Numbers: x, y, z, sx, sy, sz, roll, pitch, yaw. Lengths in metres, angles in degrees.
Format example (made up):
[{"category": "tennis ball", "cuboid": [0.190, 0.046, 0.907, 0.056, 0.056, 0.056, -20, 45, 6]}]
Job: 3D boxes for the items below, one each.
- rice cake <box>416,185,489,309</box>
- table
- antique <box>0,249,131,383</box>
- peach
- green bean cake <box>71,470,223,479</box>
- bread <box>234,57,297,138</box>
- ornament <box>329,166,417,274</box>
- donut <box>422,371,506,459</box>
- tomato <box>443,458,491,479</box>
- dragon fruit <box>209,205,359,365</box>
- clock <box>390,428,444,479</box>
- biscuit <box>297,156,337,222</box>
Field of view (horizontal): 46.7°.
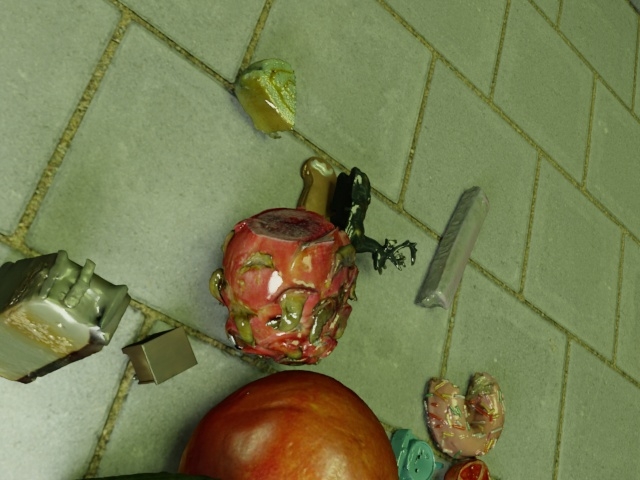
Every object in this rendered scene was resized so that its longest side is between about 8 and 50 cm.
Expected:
[{"category": "rice cake", "cuboid": [0.338, 0.017, 1.826, 0.070, 0.064, 0.399, 50, 51, -27]}, {"category": "table", "cuboid": [-0.268, 0.191, 1.221, 0.083, 0.082, 0.070, -24, 95, -43]}, {"category": "antique", "cuboid": [-0.373, 0.098, 1.015, 0.125, 0.284, 0.150, 38, 55, -29]}, {"category": "peach", "cuboid": [-0.049, 0.384, 1.216, 0.372, 0.373, 0.290, -48, 128, -39]}, {"category": "green bean cake", "cuboid": [-0.255, 0.490, 0.999, 0.218, 0.319, 0.335, 7, 70, -38]}, {"category": "bread", "cuboid": [-0.112, -0.289, 1.477, 0.110, 0.103, 0.156, 14, 63, -44]}, {"category": "ornament", "cuboid": [0.120, -0.030, 1.584, 0.236, 0.080, 0.202, 24, 66, -39]}, {"category": "donut", "cuboid": [0.343, 0.406, 1.712, 0.233, 0.085, 0.199, 1, 79, -40]}, {"category": "tomato", "cuboid": [0.320, 0.564, 1.658, 0.155, 0.069, 0.155, 13, 71, -43]}, {"category": "dragon fruit", "cuboid": [-0.067, 0.094, 1.329, 0.250, 0.269, 0.291, -33, 136, -50]}, {"category": "clock", "cuboid": [0.206, 0.478, 1.596, 0.147, 0.045, 0.108, 38, 57, -29]}, {"category": "biscuit", "cuboid": [0.000, 0.000, 1.540, 0.216, 0.047, 0.339, 41, 54, -25]}]
